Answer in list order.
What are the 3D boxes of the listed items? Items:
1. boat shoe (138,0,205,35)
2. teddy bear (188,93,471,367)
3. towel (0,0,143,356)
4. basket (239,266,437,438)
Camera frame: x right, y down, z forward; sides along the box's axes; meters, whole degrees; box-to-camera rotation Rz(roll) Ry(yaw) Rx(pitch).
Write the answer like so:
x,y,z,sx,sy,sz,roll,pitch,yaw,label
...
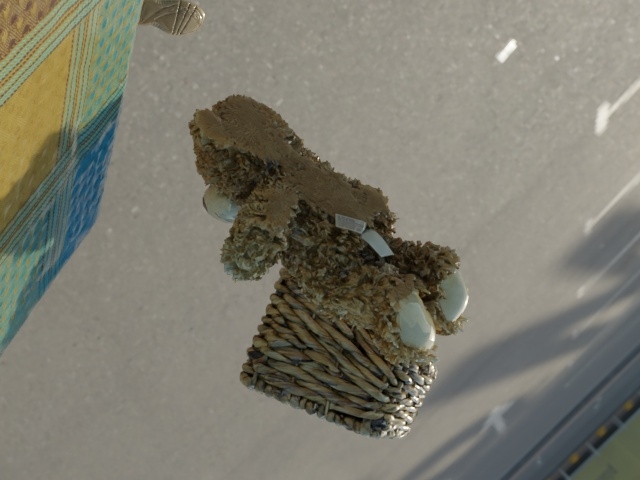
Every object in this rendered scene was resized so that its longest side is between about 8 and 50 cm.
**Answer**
x,y,z,sx,sy,sz,roll,pitch,yaw,label
-0.252,-0.358,1.492,0.170,0.059,0.063,0,129,-49,boat shoe
0.000,0.000,0.962,0.113,0.338,0.245,-58,-178,36,teddy bear
-0.192,-0.072,0.652,0.271,0.040,0.370,-67,180,-47,towel
0.048,0.103,1.188,0.299,0.213,0.223,63,48,-84,basket
